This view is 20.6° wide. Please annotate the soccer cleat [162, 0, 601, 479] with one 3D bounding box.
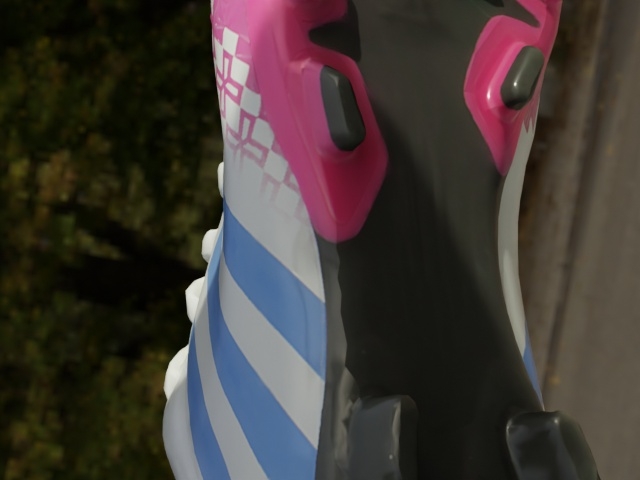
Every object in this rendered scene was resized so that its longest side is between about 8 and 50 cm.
[{"bbox_3d":[0.000,0.000,0.516,0.143,0.116,0.331,-33,50,50],"label":"soccer cleat"}]
